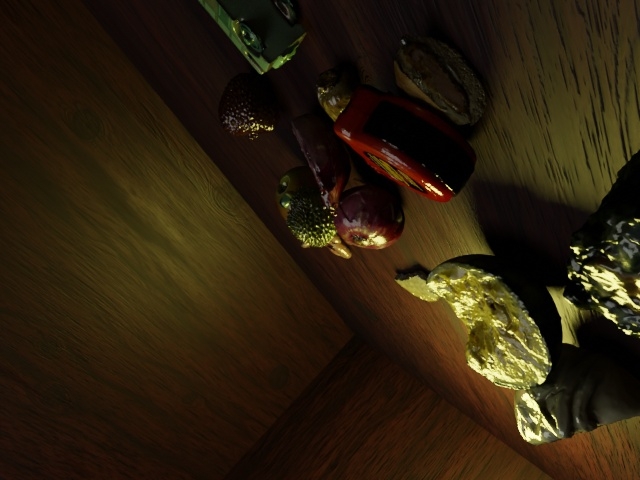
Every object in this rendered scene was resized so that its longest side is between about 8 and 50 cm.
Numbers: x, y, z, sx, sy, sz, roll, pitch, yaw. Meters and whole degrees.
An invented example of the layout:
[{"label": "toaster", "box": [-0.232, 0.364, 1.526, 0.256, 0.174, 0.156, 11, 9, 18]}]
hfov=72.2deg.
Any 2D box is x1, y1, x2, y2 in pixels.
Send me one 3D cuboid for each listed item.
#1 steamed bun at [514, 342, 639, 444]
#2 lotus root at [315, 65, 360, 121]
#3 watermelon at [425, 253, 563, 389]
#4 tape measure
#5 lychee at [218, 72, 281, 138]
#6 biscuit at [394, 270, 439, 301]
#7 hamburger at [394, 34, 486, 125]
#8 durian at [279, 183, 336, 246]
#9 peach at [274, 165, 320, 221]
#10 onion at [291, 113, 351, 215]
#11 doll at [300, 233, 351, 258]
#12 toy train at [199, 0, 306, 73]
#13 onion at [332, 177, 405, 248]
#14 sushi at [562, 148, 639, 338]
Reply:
[{"label": "steamed bun", "box": [0.588, 0.340, 1.032, 0.280, 0.268, 0.207, 86, 167, -62]}, {"label": "lotus root", "box": [0.055, -0.302, 0.981, 0.190, 0.094, 0.108, 47, -156, -57]}, {"label": "watermelon", "box": [0.424, 0.157, 1.023, 0.331, 0.189, 0.330, 38, 148, 30]}, {"label": "tape measure", "box": [0.167, -0.173, 0.828, 0.260, 0.114, 0.253, 37, -173, 36]}, {"label": "lychee", "box": [-0.216, -0.395, 1.315, 0.194, 0.194, 0.194, 42, 167, 12]}, {"label": "biscuit", "box": [0.360, 0.171, 1.585, 0.141, 0.038, 0.290, 45, 167, -2]}, {"label": "hamburger", "box": [0.188, -0.262, 0.721, 0.176, 0.087, 0.102, 36, -174, -9]}, {"label": "durian", "box": [-0.016, -0.078, 1.300, 0.159, 0.146, 0.198, 13, -128, -40]}, {"label": "peach", "box": [-0.043, -0.139, 1.487, 0.231, 0.231, 0.231, 42, 167, 12]}, {"label": "onion", "box": [0.020, -0.206, 1.191, 0.227, 0.120, 0.283, 52, -164, -78]}, {"label": "doll", "box": [0.000, 0.000, 1.927, 0.303, 0.156, 0.201, 45, 161, -20]}, {"label": "toy train", "box": [-0.173, -0.516, 0.934, 0.326, 0.129, 0.159, 48, 173, -14]}, {"label": "onion", "box": [0.148, -0.063, 1.244, 0.200, 0.201, 0.207, 29, 142, 49]}, {"label": "sushi", "box": [0.480, 0.027, 0.485, 0.352, 0.178, 0.294, 31, 159, 42]}]
